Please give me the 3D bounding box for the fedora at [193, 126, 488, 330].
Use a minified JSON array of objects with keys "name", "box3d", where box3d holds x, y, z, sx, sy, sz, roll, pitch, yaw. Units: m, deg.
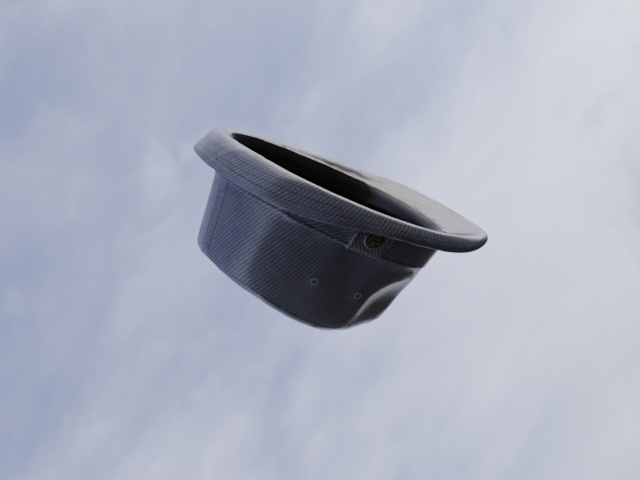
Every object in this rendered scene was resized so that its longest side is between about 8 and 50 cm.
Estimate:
[{"name":"fedora","box3d":[0.000,0.000,1.027,0.275,0.243,0.124,14,-76,-42]}]
